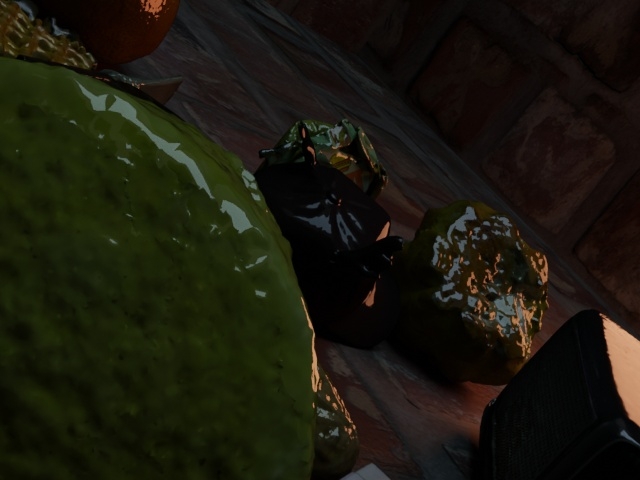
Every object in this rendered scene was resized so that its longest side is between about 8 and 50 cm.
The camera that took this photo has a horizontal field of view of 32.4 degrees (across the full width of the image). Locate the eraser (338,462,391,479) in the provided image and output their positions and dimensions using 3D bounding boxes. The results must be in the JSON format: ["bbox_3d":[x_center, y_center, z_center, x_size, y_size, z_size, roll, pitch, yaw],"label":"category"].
[{"bbox_3d":[0.037,0.274,0.966,0.124,0.068,0.210,40,15,17],"label":"eraser"}]

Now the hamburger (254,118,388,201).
[{"bbox_3d":[-0.022,-0.086,1.598,0.235,0.214,0.125,16,14,-39],"label":"hamburger"}]

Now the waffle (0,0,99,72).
[{"bbox_3d":[-0.420,-0.271,1.496,0.329,0.062,0.329,35,15,-10],"label":"waffle"}]

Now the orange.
[{"bbox_3d":[-0.338,-0.400,1.727,0.264,0.264,0.264,35,16,-12],"label":"orange"}]

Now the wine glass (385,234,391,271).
[{"bbox_3d":[0.058,-0.008,1.752,0.093,0.093,0.202,23,21,-42],"label":"wine glass"}]

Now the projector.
[{"bbox_3d":[0.399,0.323,1.313,0.395,0.242,0.405,39,17,-4],"label":"projector"}]

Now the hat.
[{"bbox_3d":[0.032,-0.007,1.417,0.336,0.209,0.238,21,42,-40],"label":"hat"}]

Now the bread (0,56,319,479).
[{"bbox_3d":[-0.165,0.065,0.657,0.348,0.348,0.308,38,9,-1],"label":"bread"}]

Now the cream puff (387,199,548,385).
[{"bbox_3d":[0.211,0.085,1.644,0.281,0.185,0.282,13,63,-28],"label":"cream puff"}]

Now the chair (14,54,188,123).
[{"bbox_3d":[-0.231,-0.105,1.288,0.186,0.160,0.319,38,16,20],"label":"chair"}]

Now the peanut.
[{"bbox_3d":[-0.054,0.144,1.062,0.226,0.108,0.095,39,7,10],"label":"peanut"}]
